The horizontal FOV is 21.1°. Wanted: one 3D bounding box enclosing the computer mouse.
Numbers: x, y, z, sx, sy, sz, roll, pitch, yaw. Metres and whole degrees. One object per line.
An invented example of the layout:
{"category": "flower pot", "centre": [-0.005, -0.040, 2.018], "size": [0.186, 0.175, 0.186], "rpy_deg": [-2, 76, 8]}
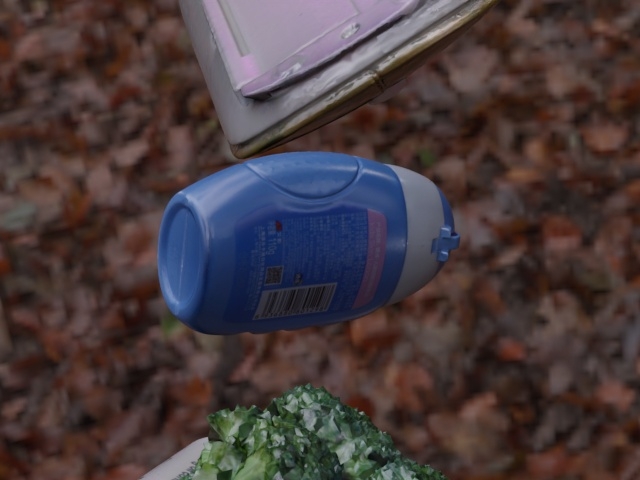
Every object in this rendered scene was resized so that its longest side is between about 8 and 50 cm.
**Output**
{"category": "computer mouse", "centre": [0.001, -0.101, 0.696], "size": [0.126, 0.056, 0.245], "rpy_deg": [-33, 27, 4]}

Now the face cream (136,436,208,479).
{"category": "face cream", "centre": [-0.145, 0.258, 1.589], "size": [0.092, 0.092, 0.311], "rpy_deg": [1, 8, 16]}

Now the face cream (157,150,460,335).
{"category": "face cream", "centre": [0.000, 0.000, 1.398], "size": [0.264, 0.149, 0.083], "rpy_deg": [-5, 22, -34]}

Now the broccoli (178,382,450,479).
{"category": "broccoli", "centre": [-0.030, 0.204, 0.775], "size": [0.270, 0.270, 0.270], "rpy_deg": [-6, 29, -17]}
